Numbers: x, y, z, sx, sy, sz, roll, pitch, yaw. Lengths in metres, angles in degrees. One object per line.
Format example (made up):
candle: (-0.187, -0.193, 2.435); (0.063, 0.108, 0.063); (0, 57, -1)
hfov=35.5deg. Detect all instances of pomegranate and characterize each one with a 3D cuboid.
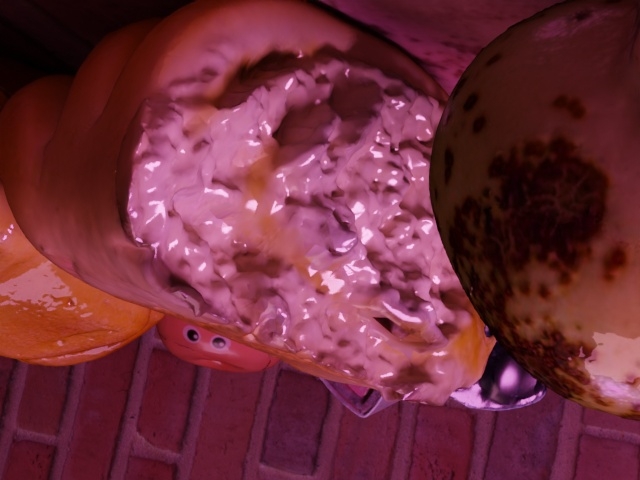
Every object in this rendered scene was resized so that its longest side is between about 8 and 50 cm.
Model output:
pomegranate: (0.164, -0.025, 0.411); (0.222, 0.204, 0.276); (-7, 174, -3)

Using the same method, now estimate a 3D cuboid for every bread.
bread: (-0.035, -0.035, 0.655); (0.316, 0.211, 0.270); (30, 167, -33)
bread: (-0.236, -0.010, 0.744); (0.167, 0.132, 0.294); (-14, 151, 17)

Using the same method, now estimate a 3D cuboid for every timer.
timer: (-0.137, 0.090, 1.523); (0.230, 0.215, 0.229); (11, 171, 2)

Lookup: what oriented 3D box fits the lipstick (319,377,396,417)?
lipstick: (0.108, 0.093, 0.985); (0.077, 0.079, 0.253); (42, -146, 25)

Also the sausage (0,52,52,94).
sausage: (-0.250, -0.092, 0.834); (0.113, 0.113, 0.259); (3, 167, 42)

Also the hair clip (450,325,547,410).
hair clip: (0.135, 0.016, 0.855); (0.310, 0.194, 0.206); (11, -166, -13)
